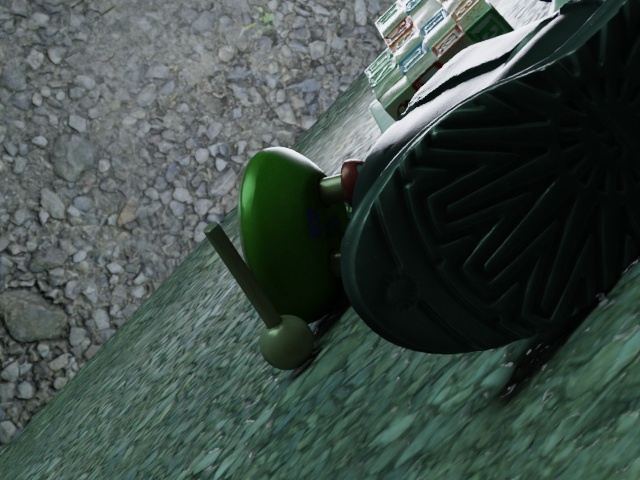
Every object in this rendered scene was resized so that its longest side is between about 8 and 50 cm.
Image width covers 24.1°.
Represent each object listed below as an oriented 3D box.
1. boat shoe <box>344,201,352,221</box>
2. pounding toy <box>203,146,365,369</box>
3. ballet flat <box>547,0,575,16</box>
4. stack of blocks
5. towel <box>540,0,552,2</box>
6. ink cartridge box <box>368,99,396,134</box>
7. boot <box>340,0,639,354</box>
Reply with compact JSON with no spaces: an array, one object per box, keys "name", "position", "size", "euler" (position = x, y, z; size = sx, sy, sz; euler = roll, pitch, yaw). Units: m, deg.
[{"name":"boat shoe","position":[0.041,-0.028,1.633],"size":[0.183,0.065,0.083],"euler":[-39,9,35]},{"name":"pounding toy","position":[0.000,0.000,1.472],"size":[0.110,0.183,0.237],"euler":[-12,23,24]},{"name":"ballet flat","position":[0.326,-0.320,1.433],"size":[0.400,0.139,0.139],"euler":[-44,8,8]},{"name":"stack of blocks","position":[0.145,-0.234,1.850],"size":[0.171,0.087,0.297],"euler":[-44,20,12]},{"name":"towel","position":[0.348,-0.354,1.709],"size":[0.228,0.076,0.308],"euler":[-35,9,18]},{"name":"ink cartridge box","position":[0.160,-0.186,1.942],"size":[0.189,0.066,0.232],"euler":[-43,25,11]},{"name":"boot","position":[0.105,-0.051,1.121],"size":[0.367,0.146,0.445],"euler":[-37,9,-16]}]
